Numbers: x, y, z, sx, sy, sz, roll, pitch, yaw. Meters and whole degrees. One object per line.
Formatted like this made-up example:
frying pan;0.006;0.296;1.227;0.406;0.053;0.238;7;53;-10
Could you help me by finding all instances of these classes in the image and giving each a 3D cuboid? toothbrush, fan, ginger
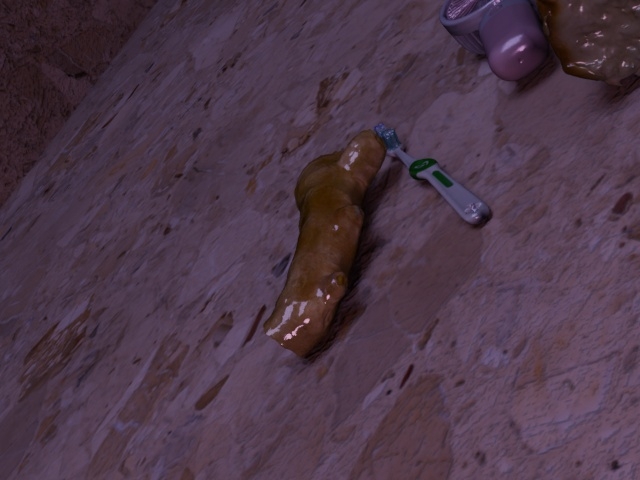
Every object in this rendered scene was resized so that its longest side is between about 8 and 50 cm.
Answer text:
toothbrush;0.105;-0.067;1.185;0.030;0.030;0.304;-43;24;3
fan;0.194;-0.236;1.262;0.130;0.074;0.244;-36;24;19
ginger;0.003;0.002;1.188;0.118;0.065;0.299;-41;23;36

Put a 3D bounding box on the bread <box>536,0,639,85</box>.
bread;0.273;-0.305;0.998;0.225;0.279;0.250;-12;37;31
